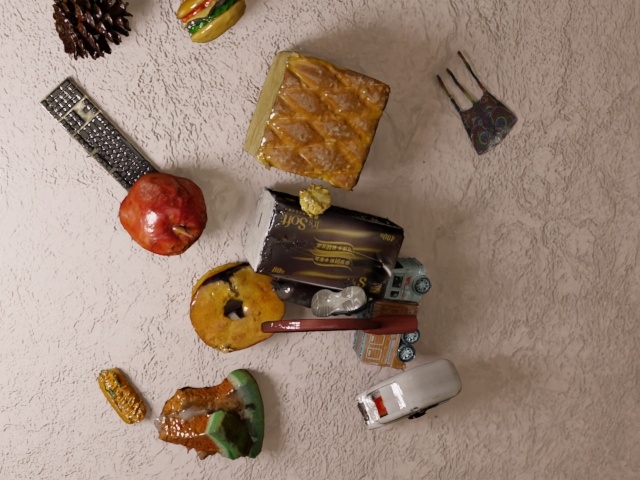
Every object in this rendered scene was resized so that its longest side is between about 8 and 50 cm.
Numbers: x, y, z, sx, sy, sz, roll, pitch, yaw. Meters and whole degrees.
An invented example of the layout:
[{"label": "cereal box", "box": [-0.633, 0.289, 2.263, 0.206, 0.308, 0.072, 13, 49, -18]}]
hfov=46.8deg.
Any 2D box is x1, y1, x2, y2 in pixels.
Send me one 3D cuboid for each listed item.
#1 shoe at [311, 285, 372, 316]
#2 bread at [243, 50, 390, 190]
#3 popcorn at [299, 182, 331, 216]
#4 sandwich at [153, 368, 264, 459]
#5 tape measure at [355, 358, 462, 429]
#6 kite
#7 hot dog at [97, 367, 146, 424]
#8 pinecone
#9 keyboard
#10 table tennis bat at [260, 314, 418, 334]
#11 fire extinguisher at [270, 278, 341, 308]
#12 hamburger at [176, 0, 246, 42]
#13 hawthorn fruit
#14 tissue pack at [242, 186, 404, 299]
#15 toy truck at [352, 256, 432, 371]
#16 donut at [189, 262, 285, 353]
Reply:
[{"label": "shoe", "box": [0.061, 0.161, 1.855, 0.099, 0.169, 0.071, 23, 60, -50]}, {"label": "bread", "box": [-0.016, -0.297, 1.807, 0.279, 0.207, 0.278, 13, 102, -18]}, {"label": "popcorn", "box": [-0.014, -0.098, 1.753, 0.083, 0.057, 0.082, 26, 58, -14]}, {"label": "sandwich", "box": [-0.292, 0.484, 1.974, 0.301, 0.162, 0.250, -1, 101, -19]}, {"label": "tape measure", "box": [0.252, 0.435, 2.079, 0.258, 0.265, 0.130, -15, 74, -15]}, {"label": "kite", "box": [0.419, -0.377, 2.016, 0.152, 0.015, 0.285, -43, 115, -4]}, {"label": "hot dog", "box": [-0.521, 0.414, 1.943, 0.072, 0.055, 0.188, -32, 111, -7]}, {"label": "pinecone", "box": [-0.500, -0.488, 1.646, 0.165, 0.163, 0.162, -26, 111, -22]}, {"label": "keyboard", "box": [-0.526, -0.238, 1.771, 0.106, 0.027, 0.317, -43, 113, -2]}, {"label": "table tennis bat", "box": [0.053, 0.218, 1.878, 0.415, 0.268, 0.051, 1, 81, -19]}, {"label": "fire extinguisher", "box": [-0.036, 0.140, 1.939, 0.268, 0.089, 0.072, 23, 92, -43]}, {"label": "hamburger", "box": [-0.253, -0.528, 1.701, 0.162, 0.162, 0.115, -39, 108, -3]}, {"label": "hawthorn fruit", "box": [-0.356, -0.047, 1.751, 0.208, 0.243, 0.207, -14, 119, -27]}, {"label": "tissue pack", "box": [0.000, 0.000, 1.901, 0.370, 0.198, 0.209, 12, 106, -19]}, {"label": "toy truck", "box": [0.188, 0.196, 2.046, 0.162, 0.136, 0.305, 7, 104, -15]}, {"label": "donut", "box": [-0.219, 0.170, 1.929, 0.254, 0.118, 0.253, -4, 105, -14]}]
